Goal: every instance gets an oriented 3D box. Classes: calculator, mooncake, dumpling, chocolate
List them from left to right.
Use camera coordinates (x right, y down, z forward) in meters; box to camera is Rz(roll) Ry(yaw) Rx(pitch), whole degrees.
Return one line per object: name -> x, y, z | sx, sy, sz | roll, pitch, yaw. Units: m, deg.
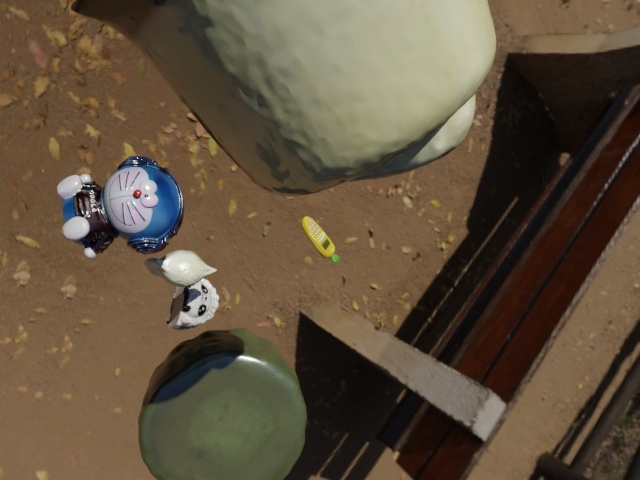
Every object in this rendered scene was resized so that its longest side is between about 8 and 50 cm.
dumpling -> -0.467, 0.098, 1.653 | 0.215, 0.166, 0.126 | -20, 88, -37
mooncake -> -0.211, 0.377, 1.086 | 0.356, 0.194, 0.357 | -1, 98, -10
chocolate -> -0.006, -0.187, 0.487 | 0.314, 0.326, 0.297 | -47, 125, -35
calculator -> 0.000, 0.000, 2.044 | 0.032, 0.146, 0.235 | -34, 96, 21

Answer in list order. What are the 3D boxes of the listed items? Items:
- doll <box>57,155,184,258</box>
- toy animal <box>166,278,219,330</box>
doll -> -0.545, -0.093, 1.406 | 0.309, 0.240, 0.284 | -17, 81, -6
toy animal -> -0.486, 0.246, 1.914 | 0.155, 0.204, 0.208 | 20, 60, -33
